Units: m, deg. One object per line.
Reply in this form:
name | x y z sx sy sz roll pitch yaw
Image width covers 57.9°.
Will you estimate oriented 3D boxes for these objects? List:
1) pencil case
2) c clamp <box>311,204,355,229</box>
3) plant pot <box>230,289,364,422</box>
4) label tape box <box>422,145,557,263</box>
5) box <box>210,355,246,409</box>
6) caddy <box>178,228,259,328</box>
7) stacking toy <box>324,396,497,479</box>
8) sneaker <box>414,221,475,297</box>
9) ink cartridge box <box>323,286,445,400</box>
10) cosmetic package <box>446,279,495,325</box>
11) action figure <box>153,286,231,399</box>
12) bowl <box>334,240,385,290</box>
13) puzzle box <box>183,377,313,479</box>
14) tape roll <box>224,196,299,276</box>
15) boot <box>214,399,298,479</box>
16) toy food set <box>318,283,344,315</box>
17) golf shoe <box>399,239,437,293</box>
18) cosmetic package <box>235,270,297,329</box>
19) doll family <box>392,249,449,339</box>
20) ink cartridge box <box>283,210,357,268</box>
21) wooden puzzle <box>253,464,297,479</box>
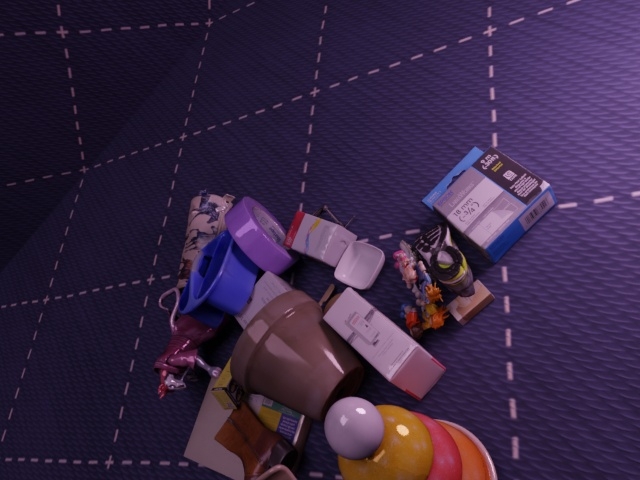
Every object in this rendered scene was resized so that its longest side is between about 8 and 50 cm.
pencil case | -0.422 0.020 2.138 0.183 0.160 0.410 -28 49 45
c clamp | 0.031 -0.065 1.960 0.137 0.022 0.160 -53 49 7
plant pot | -0.040 0.344 1.617 0.280 0.323 0.323 32 86 28
label tape box | 0.450 -0.131 1.640 0.240 0.106 0.334 -46 49 5
box | -0.248 0.404 1.789 0.058 0.087 0.232 -12 29 29
caddy | -0.338 0.112 1.875 0.241 0.179 0.341 -35 29 36
stacking toy | 0.150 0.466 1.251 0.350 0.480 0.350 -22 39 19
sneaker | 0.344 0.055 1.598 0.111 0.121 0.300 -30 27 15
ink cartridge box | 0.169 0.273 1.549 0.117 0.207 0.283 -51 47 -1
cosmetic package | 0.402 0.166 1.553 0.115 0.041 0.060 -44 48 8
action figure | -0.451 0.343 1.898 0.248 0.276 0.370 -33 20 39
bowl | 0.128 0.082 1.786 0.142 0.053 0.142 22 80 41
puzzle box | -0.221 0.585 1.759 0.409 0.052 0.272 6 69 37
tape roll | -0.191 -0.014 1.915 0.090 0.275 0.275 -40 49 10
boot | -0.228 0.627 1.645 0.280 0.096 0.264 24 84 43
toy food set | 0.062 0.211 1.753 0.132 0.038 0.192 -55 32 -8
golf shoe | 0.261 0.076 1.689 0.086 0.069 0.176 -42 48 17
cosmetic package | -0.147 0.228 1.834 0.184 0.151 0.151 -49 47 3
doll family | 0.276 0.144 1.544 0.118 0.263 0.163 -13 21 -2
ink cartridge box | 0.000 0.000 1.860 0.176 0.128 0.127 20 85 38
wooden puzzle | -0.110 0.769 1.465 0.322 0.080 0.348 -39 91 12
